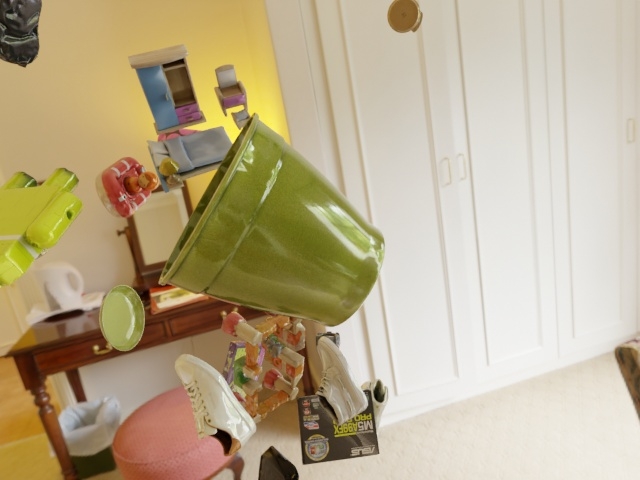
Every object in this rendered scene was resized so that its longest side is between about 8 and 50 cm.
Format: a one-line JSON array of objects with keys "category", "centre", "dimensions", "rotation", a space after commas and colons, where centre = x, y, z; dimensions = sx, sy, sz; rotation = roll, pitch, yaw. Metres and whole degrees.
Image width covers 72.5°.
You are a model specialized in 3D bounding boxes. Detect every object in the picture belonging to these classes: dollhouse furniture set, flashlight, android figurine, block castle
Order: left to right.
[{"category": "android figurine", "centre": [-0.488, -0.014, 0.654], "dimensions": [0.248, 0.056, 0.273], "rotation": [-1, 42, 13]}, {"category": "dollhouse furniture set", "centre": [-0.287, -0.303, 1.045], "dimensions": [0.286, 0.198, 0.303], "rotation": [-20, 53, -14]}, {"category": "block castle", "centre": [-0.241, 0.465, 1.749], "dimensions": [0.212, 0.454, 0.303], "rotation": [20, 27, 36]}, {"category": "flashlight", "centre": [0.034, 0.527, 1.763], "dimensions": [0.103, 0.305, 0.103], "rotation": [0, 3, 35]}]

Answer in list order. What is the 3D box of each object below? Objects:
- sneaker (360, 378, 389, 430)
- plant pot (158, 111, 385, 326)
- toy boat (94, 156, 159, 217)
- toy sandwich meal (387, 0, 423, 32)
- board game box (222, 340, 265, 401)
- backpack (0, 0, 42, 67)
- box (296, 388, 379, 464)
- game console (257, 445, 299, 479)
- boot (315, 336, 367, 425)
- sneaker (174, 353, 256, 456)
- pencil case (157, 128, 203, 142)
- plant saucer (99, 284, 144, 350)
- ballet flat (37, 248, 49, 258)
[{"category": "sneaker", "centre": [0.217, 0.606, 1.723], "dimensions": [0.108, 0.169, 0.292], "rotation": [17, 16, -1]}, {"category": "plant pot", "centre": [-0.074, -0.001, 0.887], "dimensions": [0.352, 0.367, 0.366], "rotation": [30, 2, -19]}, {"category": "toy boat", "centre": [-0.562, -0.168, 1.323], "dimensions": [0.151, 0.151, 0.231], "rotation": [-12, 29, 12]}, {"category": "toy sandwich meal", "centre": [0.200, -0.531, 1.030], "dimensions": [0.085, 0.086, 0.029], "rotation": [-7, 25, 14]}, {"category": "board game box", "centre": [-0.377, 0.641, 2.055], "dimensions": [0.056, 0.347, 0.208], "rotation": [17, 3, 42]}, {"category": "backpack", "centre": [-0.573, -0.393, 0.729], "dimensions": [0.181, 0.152, 0.115], "rotation": [25, 18, 6]}, {"category": "box", "centre": [0.058, 0.648, 1.532], "dimensions": [0.269, 0.217, 0.060], "rotation": [-4, -17, -7]}, {"category": "game console", "centre": [-0.143, 0.842, 1.335], "dimensions": [0.043, 0.362, 0.213], "rotation": [9, -6, -29]}, {"category": "boot", "centre": [0.034, 0.438, 1.362], "dimensions": [0.123, 0.258, 0.095], "rotation": [-24, -17, -30]}, {"category": "sneaker", "centre": [-0.294, 0.429, 1.135], "dimensions": [0.106, 0.290, 0.123], "rotation": [-40, 1, 38]}, {"category": "pencil case", "centre": [-0.386, -0.297, 1.348], "dimensions": [0.209, 0.098, 0.095], "rotation": [13, 62, 10]}, {"category": "plant saucer", "centre": [-0.738, 0.286, 1.614], "dimensions": [0.037, 0.241, 0.241], "rotation": [-8, 14, 11]}, {"category": "ballet flat", "centre": [-0.876, 0.033, 1.258], "dimensions": [0.058, 0.084, 0.250], "rotation": [9, 7, 12]}]
